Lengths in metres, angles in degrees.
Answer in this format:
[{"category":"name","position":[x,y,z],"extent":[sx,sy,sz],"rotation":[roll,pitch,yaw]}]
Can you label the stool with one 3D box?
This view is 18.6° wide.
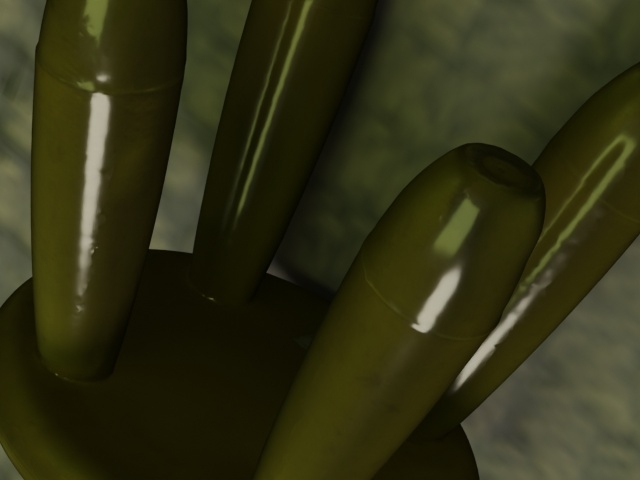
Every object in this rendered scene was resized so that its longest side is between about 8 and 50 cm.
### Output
[{"category":"stool","position":[0.000,0.000,0.390],"extent":[0.135,0.134,0.110],"rotation":[-110,36,-55]}]
